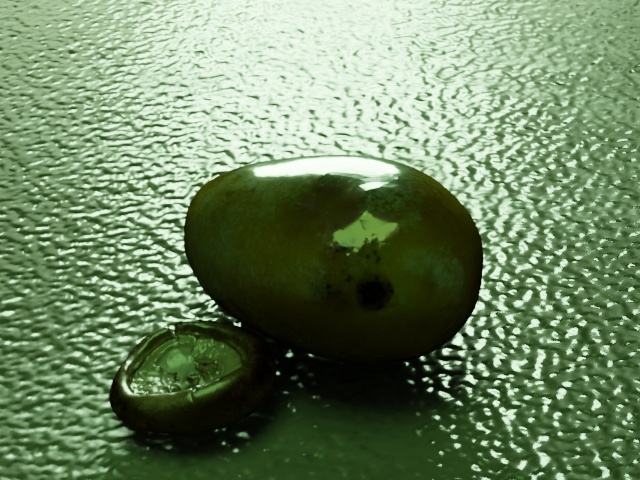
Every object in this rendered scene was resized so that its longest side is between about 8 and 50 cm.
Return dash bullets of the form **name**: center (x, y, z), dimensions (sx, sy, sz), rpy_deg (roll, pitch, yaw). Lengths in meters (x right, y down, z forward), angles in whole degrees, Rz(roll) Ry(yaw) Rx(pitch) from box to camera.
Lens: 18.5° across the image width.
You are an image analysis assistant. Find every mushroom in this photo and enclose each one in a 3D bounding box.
- **mushroom**: center (-0.091, 0.102, 1.400), dimensions (0.123, 0.052, 0.123), rpy_deg (-11, 26, 5)

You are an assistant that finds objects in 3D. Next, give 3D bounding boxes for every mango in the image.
- **mango**: center (0.000, 0.000, 1.465), dimensions (0.193, 0.146, 0.316), rpy_deg (-3, 17, -28)
